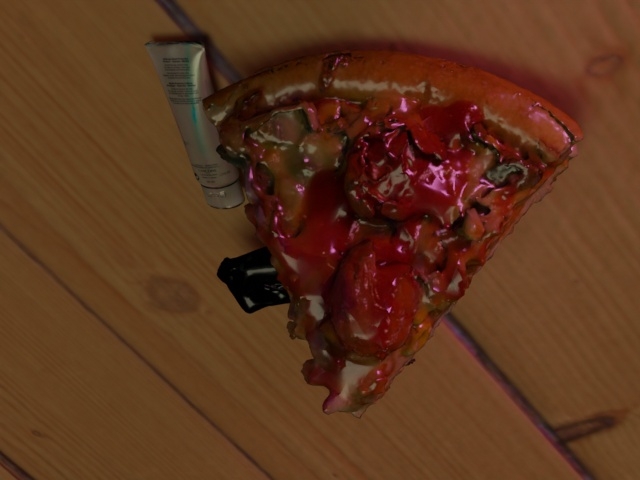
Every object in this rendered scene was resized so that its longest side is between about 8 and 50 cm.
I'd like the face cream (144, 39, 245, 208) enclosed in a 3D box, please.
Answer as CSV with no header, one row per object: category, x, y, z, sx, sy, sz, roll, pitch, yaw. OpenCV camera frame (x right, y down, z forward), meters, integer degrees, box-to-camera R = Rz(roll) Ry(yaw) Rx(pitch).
face cream,-0.070,-0.067,0.684,0.038,0.020,0.115,3,132,23

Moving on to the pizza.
pizza,0.033,-0.004,0.600,0.201,0.193,0.053,-2,177,13

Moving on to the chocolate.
chocolate,0.003,0.002,0.702,0.072,0.070,0.147,32,148,-24
